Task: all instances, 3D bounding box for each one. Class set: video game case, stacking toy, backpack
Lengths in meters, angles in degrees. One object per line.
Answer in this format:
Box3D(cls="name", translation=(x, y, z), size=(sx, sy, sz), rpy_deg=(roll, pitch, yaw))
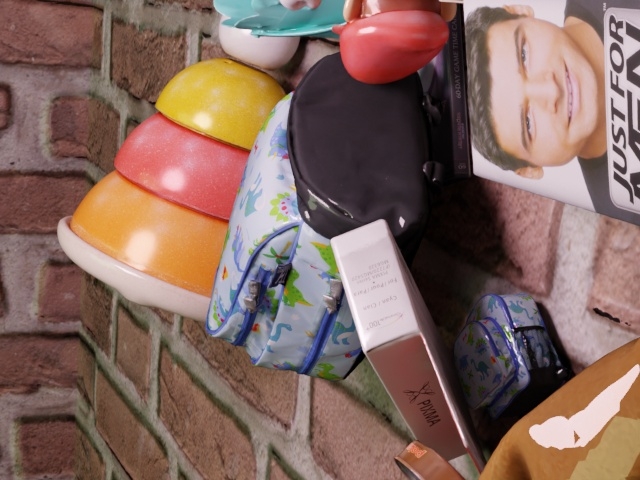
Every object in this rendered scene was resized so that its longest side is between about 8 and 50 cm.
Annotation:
Box3D(cls="video game case", translation=(0.115, -0.194, 1.660), size=(0.196, 0.026, 0.274), rpy_deg=(163, 106, -67))
Box3D(cls="stacking toy", translation=(-0.141, -0.138, 2.040), size=(0.480, 0.350, 0.350), rpy_deg=(-67, 26, 7))
Box3D(cls="backpack", translation=(0.000, 0.000, 1.623), size=(0.355, 0.273, 0.290), rpy_deg=(89, 180, -48))
Box3D(cls="backpack", translation=(0.184, 0.112, 1.419), size=(0.105, 0.084, 0.114), rpy_deg=(120, 143, -51))

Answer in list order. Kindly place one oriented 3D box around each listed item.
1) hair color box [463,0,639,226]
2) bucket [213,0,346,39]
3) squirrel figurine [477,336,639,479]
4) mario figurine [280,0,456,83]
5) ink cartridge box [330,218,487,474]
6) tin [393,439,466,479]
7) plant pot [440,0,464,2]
Box3D(cls="hair color box", translation=(0.256, -0.122, 1.170), size=(0.374, 0.113, 0.185), rpy_deg=(-153, 55, -65))
Box3D(cls="bucket", translation=(-0.001, -0.371, 1.685), size=(0.281, 0.183, 0.281), rpy_deg=(-171, 90, -69))
Box3D(cls="squirrel figurine", translation=(0.323, 0.197, 0.859), size=(0.370, 0.281, 0.397), rpy_deg=(61, 147, 38))
Box3D(cls="mario figurine", translation=(0.066, -0.326, 1.490), size=(0.170, 0.198, 0.320), rpy_deg=(-38, -43, -66))
Box3D(cls="ink cartridge box", translation=(0.109, 0.160, 1.422), size=(0.296, 0.066, 0.261), rpy_deg=(60, -170, -55))
Box3D(cls="tin", translation=(0.148, 0.277, 1.431), size=(0.190, 0.040, 0.106), rpy_deg=(50, 174, -16))
Box3D(cls="plant pot", translation=(0.186, -0.285, 1.388), size=(0.109, 0.096, 0.109), rpy_deg=(-153, 65, -64))
